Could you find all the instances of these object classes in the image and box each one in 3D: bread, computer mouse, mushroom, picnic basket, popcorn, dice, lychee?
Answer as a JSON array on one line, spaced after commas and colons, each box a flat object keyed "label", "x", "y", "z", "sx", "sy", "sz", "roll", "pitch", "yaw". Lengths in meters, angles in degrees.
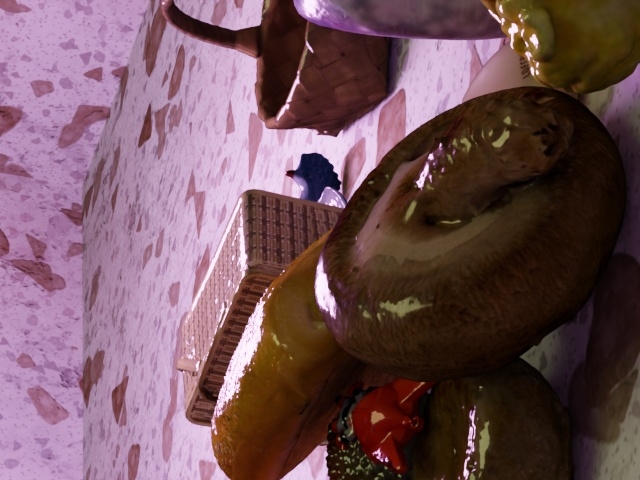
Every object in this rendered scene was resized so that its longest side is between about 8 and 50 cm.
[{"label": "bread", "x": 0.175, "y": 0.224, "z": 1.810, "sx": 0.230, "sy": 0.123, "sz": 0.230, "roll": -173, "pitch": 90, "yaw": -75}, {"label": "computer mouse", "x": 0.204, "y": -0.127, "z": 1.978, "sx": 0.236, "sy": 0.082, "sz": 0.145, "roll": 124, "pitch": 150, "yaw": -49}, {"label": "bread", "x": 0.006, "y": 0.107, "z": 2.061, "sx": 0.148, "sy": 0.328, "sz": 0.337, "roll": 42, "pitch": 143, "yaw": 16}, {"label": "mushroom", "x": 0.147, "y": -0.004, "z": 1.767, "sx": 0.239, "sy": 0.345, "sz": 0.345, "roll": 64, "pitch": 160, "yaw": -3}, {"label": "picnic basket", "x": -0.069, "y": -0.326, "z": 2.543, "sx": 0.293, "sy": 0.337, "sz": 0.337, "roll": 144, "pitch": 133, "yaw": -66}, {"label": "popcorn", "x": 0.228, "y": -0.255, "z": 1.766, "sx": 0.200, "sy": 0.203, "sz": 0.226, "roll": 176, "pitch": 98, "yaw": -72}, {"label": "dice", "x": 0.110, "y": -0.373, "z": 2.021, "sx": 0.270, "sy": 0.270, "sz": 0.271, "roll": -111, "pitch": 24, "yaw": -74}, {"label": "lychee", "x": 0.085, "y": 0.241, "z": 2.019, "sx": 0.197, "sy": 0.165, "sz": 0.165, "roll": -66, "pitch": -10, "yaw": -78}, {"label": "picnic basket", "x": -0.043, "y": 0.117, "z": 2.370, "sx": 0.175, "sy": 0.228, "sz": 0.313, "roll": -96, "pitch": 24, "yaw": -47}]

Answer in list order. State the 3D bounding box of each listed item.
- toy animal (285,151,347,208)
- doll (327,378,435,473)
[{"label": "toy animal", "x": 0.000, "y": 0.000, "z": 2.549, "sx": 0.255, "sy": 0.176, "sz": 0.239, "roll": 60, "pitch": 155, "yaw": 9}, {"label": "doll", "x": 0.058, "y": 0.186, "z": 1.889, "sx": 0.169, "sy": 0.057, "sz": 0.109, "roll": 1, "pitch": 67, "yaw": 56}]
